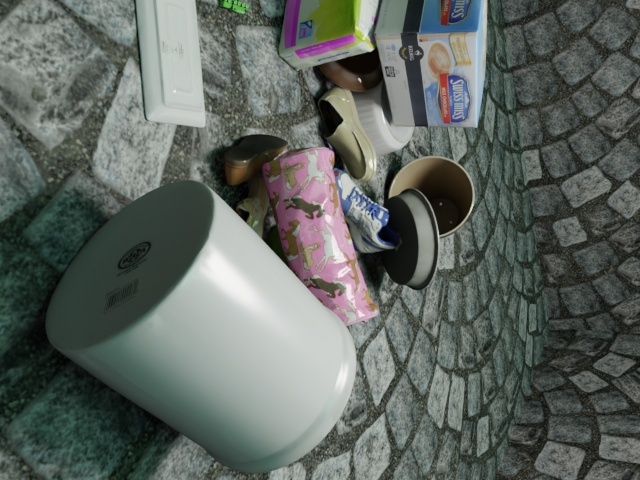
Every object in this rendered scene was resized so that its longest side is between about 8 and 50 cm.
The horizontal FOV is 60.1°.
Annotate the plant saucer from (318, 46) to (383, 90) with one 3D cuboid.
[{"bbox_3d":[0.083,-0.482,1.443,0.199,0.036,0.198,7,66,-17],"label":"plant saucer"}]

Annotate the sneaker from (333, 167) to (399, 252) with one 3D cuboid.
[{"bbox_3d":[0.119,-0.085,1.489,0.296,0.131,0.111,53,49,-37],"label":"sneaker"}]

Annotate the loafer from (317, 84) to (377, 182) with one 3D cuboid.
[{"bbox_3d":[0.062,-0.271,1.449,0.092,0.102,0.268,-24,93,-33],"label":"loafer"}]

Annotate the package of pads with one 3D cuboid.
[{"bbox_3d":[0.032,-0.570,1.306,0.101,0.229,0.296,25,67,-53],"label":"package of pads"}]

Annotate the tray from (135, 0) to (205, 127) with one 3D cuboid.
[{"bbox_3d":[-0.270,-0.353,1.029,0.145,0.030,0.270,-8,95,-54],"label":"tray"}]

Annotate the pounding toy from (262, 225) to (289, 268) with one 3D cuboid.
[{"bbox_3d":[-0.050,0.036,1.254,0.237,0.110,0.182,31,63,-51],"label":"pounding toy"}]

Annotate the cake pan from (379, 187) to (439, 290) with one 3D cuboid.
[{"bbox_3d":[0.239,-0.001,1.566,0.054,0.293,0.292,-5,93,-19],"label":"cake pan"}]

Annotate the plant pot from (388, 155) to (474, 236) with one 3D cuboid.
[{"bbox_3d":[0.372,-0.107,1.791,0.274,0.257,0.256,33,60,-69],"label":"plant pot"}]

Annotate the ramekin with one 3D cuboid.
[{"bbox_3d":[0.167,-0.370,1.578,0.273,0.127,0.272,8,81,-54],"label":"ramekin"}]

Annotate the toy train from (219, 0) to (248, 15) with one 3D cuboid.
[{"bbox_3d":[-0.183,-0.498,1.176,0.083,0.017,0.023,-12,107,-55],"label":"toy train"}]

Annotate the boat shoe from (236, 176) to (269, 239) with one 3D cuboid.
[{"bbox_3d":[-0.148,-0.061,1.161,0.059,0.063,0.169,17,67,-29],"label":"boat shoe"}]

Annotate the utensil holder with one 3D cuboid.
[{"bbox_3d":[-0.174,0.139,0.888,0.385,0.328,0.327,52,48,-37],"label":"utensil holder"}]

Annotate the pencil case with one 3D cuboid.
[{"bbox_3d":[0.000,0.000,1.150,0.167,0.160,0.385,-15,89,-14],"label":"pencil case"}]

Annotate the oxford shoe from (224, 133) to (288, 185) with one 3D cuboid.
[{"bbox_3d":[-0.142,-0.177,1.189,0.212,0.076,0.076,-40,150,-52],"label":"oxford shoe"}]

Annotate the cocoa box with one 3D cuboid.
[{"bbox_3d":[0.288,-0.470,1.367,0.347,0.228,0.231,61,39,-61],"label":"cocoa box"}]
